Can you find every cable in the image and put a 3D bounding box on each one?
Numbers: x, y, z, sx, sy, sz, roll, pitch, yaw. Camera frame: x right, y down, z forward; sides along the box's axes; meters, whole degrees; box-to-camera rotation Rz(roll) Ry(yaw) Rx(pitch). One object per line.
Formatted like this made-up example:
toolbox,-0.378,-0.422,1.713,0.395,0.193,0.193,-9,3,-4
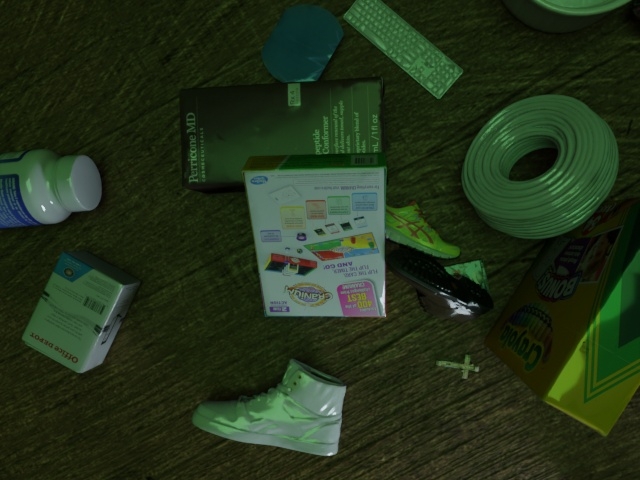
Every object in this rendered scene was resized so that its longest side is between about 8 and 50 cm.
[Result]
cable,0.377,-0.132,0.919,0.257,0.089,0.257,-48,42,8

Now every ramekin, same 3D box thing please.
ramekin,0.453,-0.519,0.946,0.277,0.135,0.277,0,91,5

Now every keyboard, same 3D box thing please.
keyboard,0.162,-0.389,1.039,0.256,0.014,0.072,42,94,4

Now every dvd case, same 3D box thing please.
dvd case,0.269,0.090,1.035,0.119,0.013,0.087,-11,90,5

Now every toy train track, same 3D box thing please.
toy train track,0.271,0.248,1.036,0.083,0.014,0.048,7,91,6

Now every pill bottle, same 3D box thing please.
pill bottle,-0.595,-0.103,1.053,0.272,0.152,0.152,-4,90,6

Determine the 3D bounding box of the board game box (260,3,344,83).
board game box,-0.036,-0.386,1.052,0.133,0.033,0.168,30,89,10

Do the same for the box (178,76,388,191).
box,-0.065,-0.195,1.005,0.381,0.143,0.191,-2,91,8

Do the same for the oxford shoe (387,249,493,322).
oxford shoe,0.205,0.095,0.966,0.227,0.083,0.096,31,126,-17

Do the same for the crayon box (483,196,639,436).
crayon box,0.420,0.094,0.844,0.106,0.363,0.313,32,93,5

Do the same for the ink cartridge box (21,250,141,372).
ink cartridge box,-0.489,0.143,1.078,0.148,0.086,0.203,28,94,5

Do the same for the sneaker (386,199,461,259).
sneaker,0.180,-0.028,1.010,0.208,0.081,0.094,25,88,4

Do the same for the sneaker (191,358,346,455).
sneaker,-0.096,0.309,1.036,0.293,0.108,0.169,11,90,-4

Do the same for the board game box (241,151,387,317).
board game box,0.000,0.000,0.960,0.242,0.064,0.316,0,122,6

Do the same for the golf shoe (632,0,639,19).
golf shoe,0.652,-0.466,0.970,0.086,0.067,0.186,33,89,-27
